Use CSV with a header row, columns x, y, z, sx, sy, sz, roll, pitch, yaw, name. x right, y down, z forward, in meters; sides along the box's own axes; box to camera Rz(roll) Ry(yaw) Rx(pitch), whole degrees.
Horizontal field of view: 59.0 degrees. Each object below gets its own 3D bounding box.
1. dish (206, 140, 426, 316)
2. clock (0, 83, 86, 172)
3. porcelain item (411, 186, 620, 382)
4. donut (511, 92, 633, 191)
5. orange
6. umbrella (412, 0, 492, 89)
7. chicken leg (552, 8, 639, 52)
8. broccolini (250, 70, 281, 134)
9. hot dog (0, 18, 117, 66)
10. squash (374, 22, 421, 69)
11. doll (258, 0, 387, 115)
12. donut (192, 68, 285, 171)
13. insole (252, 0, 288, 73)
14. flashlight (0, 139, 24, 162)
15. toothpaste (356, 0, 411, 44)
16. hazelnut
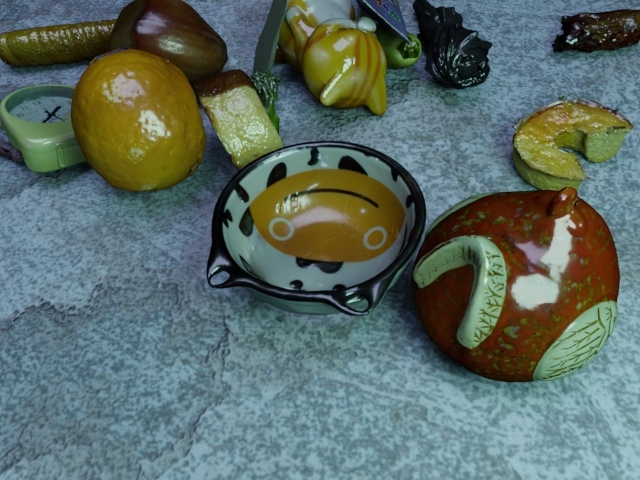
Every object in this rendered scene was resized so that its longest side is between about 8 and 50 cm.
x,y,z,sx,sy,sz,roll,pitch,yaw,name
0.000,0.000,0.756,0.304,0.120,0.302,-3,50,4,dish
-0.467,-0.211,0.977,0.232,0.069,0.170,37,47,29,clock
0.229,0.028,0.649,0.253,0.252,0.252,-2,51,3,porcelain item
0.375,-0.147,0.881,0.146,0.078,0.181,35,68,29,donut
-0.276,-0.179,0.862,0.193,0.219,0.219,-37,57,-14,orange
0.231,-0.393,1.080,0.118,0.118,0.340,-9,42,-3,umbrella
0.546,-0.404,1.083,0.234,0.063,0.105,-9,56,-6,chicken leg
-0.092,-0.219,0.982,0.067,0.058,0.216,-7,51,-6,broccolini
-0.509,-0.398,1.150,0.289,0.083,0.068,-8,70,-2,hot dog
0.146,-0.359,1.069,0.090,0.075,0.200,3,27,-17,squash
0.015,-0.346,1.014,0.167,0.162,0.269,-7,42,-28,doll
-0.124,-0.194,0.897,0.085,0.141,0.217,-28,66,3,donut
-0.091,-0.365,1.022,0.010,0.192,0.063,-8,54,-33,insole
-0.540,-0.155,0.982,0.111,0.031,0.052,14,29,19,flashlight
0.106,-0.453,1.076,0.125,0.080,0.371,36,28,-19,toothpaste
-0.280,-0.343,1.032,0.186,0.210,0.210,-44,58,0,hazelnut
